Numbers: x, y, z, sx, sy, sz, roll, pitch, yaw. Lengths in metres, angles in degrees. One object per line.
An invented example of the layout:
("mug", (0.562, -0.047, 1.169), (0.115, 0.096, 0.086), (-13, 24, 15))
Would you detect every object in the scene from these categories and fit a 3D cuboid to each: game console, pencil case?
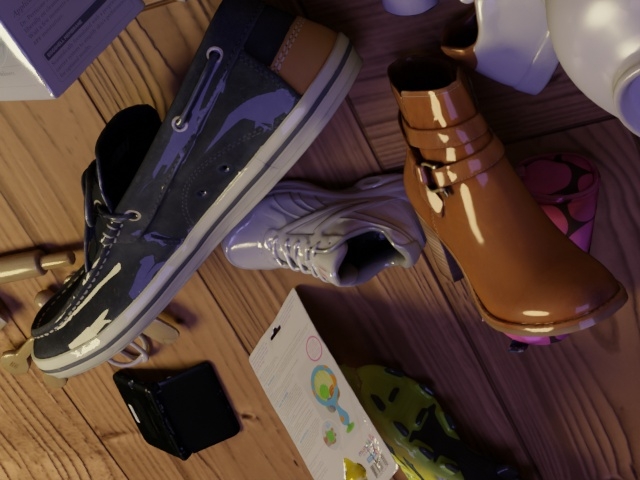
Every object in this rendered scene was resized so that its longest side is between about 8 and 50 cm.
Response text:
("game console", (-0.170, 0.192, 1.897), (0.107, 0.071, 0.122), (17, 140, 40))
("pencil case", (0.217, 0.009, 1.595), (0.098, 0.095, 0.209), (11, 130, 11))

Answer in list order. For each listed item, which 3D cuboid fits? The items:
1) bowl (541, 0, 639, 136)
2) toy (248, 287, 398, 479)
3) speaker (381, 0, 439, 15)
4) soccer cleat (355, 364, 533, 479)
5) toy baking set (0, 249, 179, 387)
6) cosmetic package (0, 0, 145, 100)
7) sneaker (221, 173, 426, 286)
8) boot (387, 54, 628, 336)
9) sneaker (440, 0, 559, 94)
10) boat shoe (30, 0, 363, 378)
("bowl", (0.302, -0.156, 1.233), (0.298, 0.134, 0.298), (8, 154, 4))
("toy", (0.014, 0.181, 1.744), (0.056, 0.237, 0.137), (-5, 144, -35))
("speaker", (0.072, -0.267, 1.407), (0.055, 0.055, 0.136), (-1, 131, 14))
("soccer cleat", (0.123, 0.251, 1.830), (0.289, 0.093, 0.121), (41, 137, -20))
("toy baking set", (-0.294, 0.084, 1.821), (0.256, 0.030, 0.197), (-14, 129, 24))
("cosmetic package", (-0.317, -0.245, 1.408), (0.224, 0.138, 0.224), (3, 135, 46))
("sneaker", (0.000, 0.000, 1.617), (0.232, 0.115, 0.090), (-11, 127, 21))
("boot", (0.158, -0.048, 1.447), (0.109, 0.283, 0.220), (-24, 116, -13))
("sneaker", (0.179, -0.246, 1.364), (0.123, 0.106, 0.290), (17, 134, -6))
("boat shoe", (-0.159, -0.051, 1.574), (0.156, 0.187, 0.500), (36, 124, -12))
